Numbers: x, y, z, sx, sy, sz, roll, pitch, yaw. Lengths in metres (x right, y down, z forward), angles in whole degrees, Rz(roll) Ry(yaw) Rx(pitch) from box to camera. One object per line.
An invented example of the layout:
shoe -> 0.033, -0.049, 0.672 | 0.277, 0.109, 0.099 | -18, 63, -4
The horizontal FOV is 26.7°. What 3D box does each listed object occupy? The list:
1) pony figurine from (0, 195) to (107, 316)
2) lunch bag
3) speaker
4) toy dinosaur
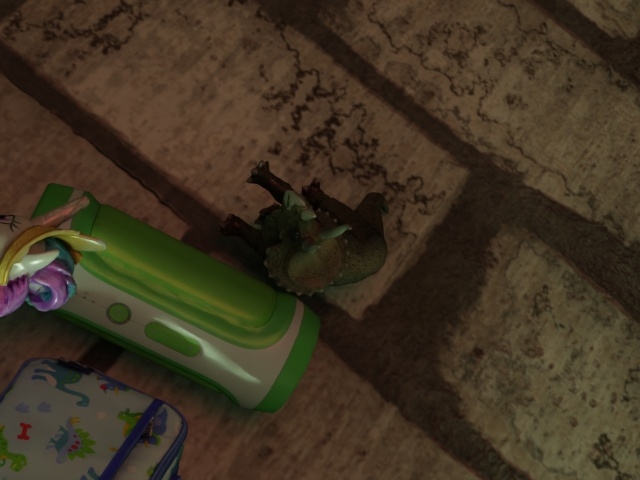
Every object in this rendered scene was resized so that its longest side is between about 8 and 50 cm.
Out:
pony figurine -> -0.405, 0.039, 1.126 | 0.363, 0.303, 0.351 | 21, 53, 6
lunch bag -> -0.222, 0.206, 1.170 | 0.176, 0.090, 0.219 | 23, 36, 8
speaker -> -0.154, 0.057, 1.313 | 0.296, 0.131, 0.131 | 27, 54, -11
toy dinosaur -> 0.000, 0.000, 1.420 | 0.160, 0.121, 0.313 | 43, 13, 24
